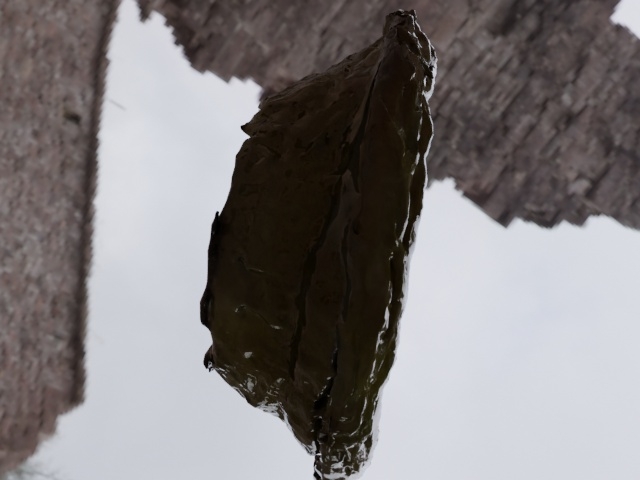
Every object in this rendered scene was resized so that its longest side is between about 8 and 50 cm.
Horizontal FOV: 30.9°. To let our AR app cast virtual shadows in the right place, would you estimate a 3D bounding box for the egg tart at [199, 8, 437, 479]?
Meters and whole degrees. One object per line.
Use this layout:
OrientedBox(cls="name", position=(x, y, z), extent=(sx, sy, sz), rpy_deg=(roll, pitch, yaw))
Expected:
OrientedBox(cls="egg tart", position=(0.000, 0.000, 0.831), extent=(0.345, 0.132, 0.345), rpy_deg=(10, 90, -87))
